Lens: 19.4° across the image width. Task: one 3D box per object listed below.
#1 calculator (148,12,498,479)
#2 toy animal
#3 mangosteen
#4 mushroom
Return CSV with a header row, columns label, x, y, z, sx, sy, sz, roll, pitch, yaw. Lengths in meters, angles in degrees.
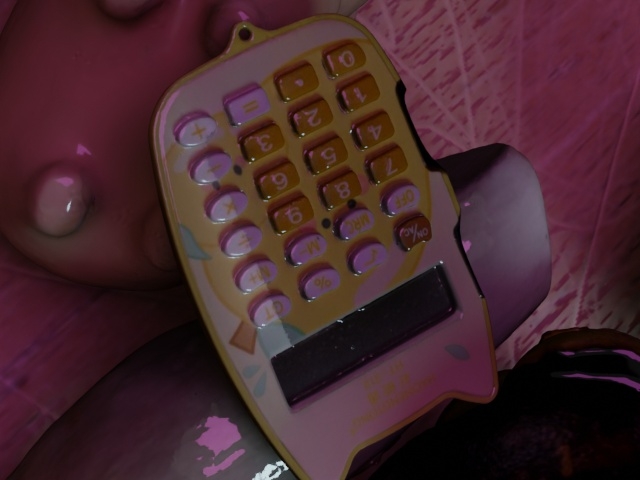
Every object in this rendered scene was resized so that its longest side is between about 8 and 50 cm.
label,x,y,z,sx,sy,sz,roll,pitch,yaw
calculator,0.000,0.000,0.945,0.157,0.033,0.236,-27,105,-24
toy animal,-0.075,-0.132,1.054,0.237,0.269,0.326,25,102,-15
mangosteen,0.133,0.176,1.046,0.275,0.275,0.302,22,50,-17
mushroom,-0.042,0.087,1.039,0.397,0.177,0.126,-38,113,-26
